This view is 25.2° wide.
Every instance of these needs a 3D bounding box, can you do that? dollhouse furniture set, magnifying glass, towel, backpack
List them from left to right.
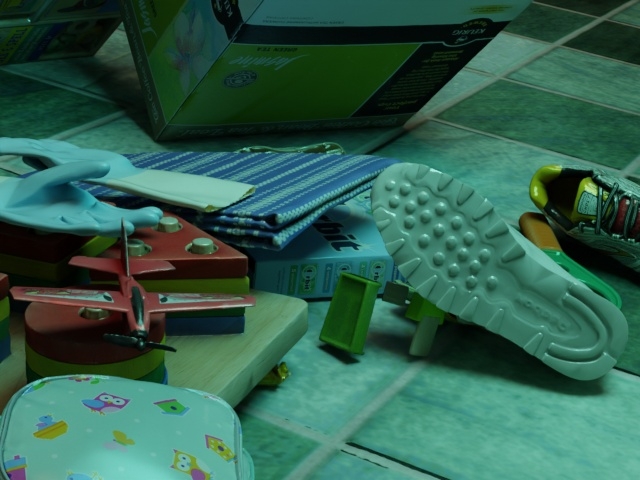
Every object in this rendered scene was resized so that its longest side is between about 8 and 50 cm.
[{"bbox_3d":[-0.124,0.155,0.729,0.188,0.144,0.166,2,29,-7],"label":"backpack"},{"bbox_3d":[-0.126,-0.036,1.217,0.336,0.040,0.243,2,16,26],"label":"towel"},{"bbox_3d":[0.071,0.067,1.158,0.076,0.058,0.152,19,5,41],"label":"dollhouse furniture set"},{"bbox_3d":[0.213,0.027,1.304,0.092,0.026,0.231,6,25,-5],"label":"magnifying glass"}]

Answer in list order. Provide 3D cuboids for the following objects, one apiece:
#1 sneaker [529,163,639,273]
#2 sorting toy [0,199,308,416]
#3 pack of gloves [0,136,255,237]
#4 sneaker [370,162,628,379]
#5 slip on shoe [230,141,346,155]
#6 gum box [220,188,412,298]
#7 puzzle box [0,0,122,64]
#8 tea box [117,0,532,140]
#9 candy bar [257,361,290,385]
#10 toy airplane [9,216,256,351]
[{"bbox_3d":[0.280,-0.014,1.325,0.093,0.088,0.225,17,5,-38],"label":"sneaker"},{"bbox_3d":[-0.171,0.048,0.989,0.255,0.089,0.257,11,24,20],"label":"sorting toy"},{"bbox_3d":[-0.192,-0.057,1.064,0.232,0.046,0.195,12,19,22],"label":"pack of gloves"},{"bbox_3d":[0.134,0.024,1.134,0.235,0.090,0.095,40,7,-4],"label":"sneaker"},{"bbox_3d":[-0.040,-0.070,1.425,0.135,0.051,0.041,-12,-10,-25],"label":"slip on shoe"},{"bbox_3d":[0.000,0.000,1.265,0.184,0.041,0.157,-3,24,-24],"label":"gum box"},{"bbox_3d":[-0.277,-0.312,1.534,0.272,0.409,0.052,-12,72,-40],"label":"puzzle box"},{"bbox_3d":[0.000,-0.274,1.496,0.329,0.323,0.220,-6,68,-32],"label":"tea box"},{"bbox_3d":[-0.103,0.092,1.042,0.161,0.018,0.040,2,24,-13],"label":"candy bar"},{"bbox_3d":[-0.121,0.030,0.887,0.151,0.028,0.151,8,26,-4],"label":"toy airplane"}]
